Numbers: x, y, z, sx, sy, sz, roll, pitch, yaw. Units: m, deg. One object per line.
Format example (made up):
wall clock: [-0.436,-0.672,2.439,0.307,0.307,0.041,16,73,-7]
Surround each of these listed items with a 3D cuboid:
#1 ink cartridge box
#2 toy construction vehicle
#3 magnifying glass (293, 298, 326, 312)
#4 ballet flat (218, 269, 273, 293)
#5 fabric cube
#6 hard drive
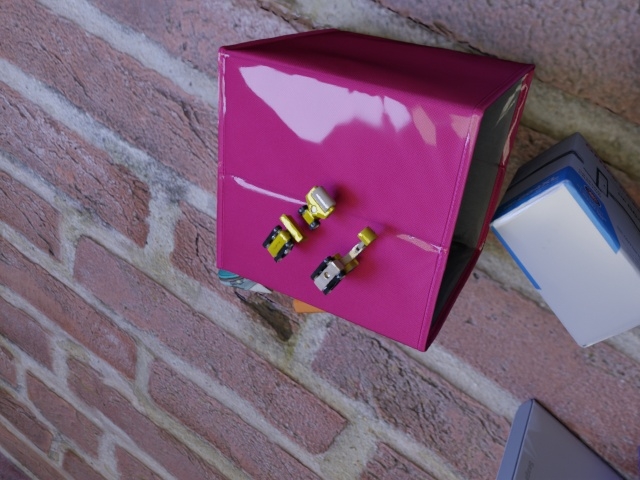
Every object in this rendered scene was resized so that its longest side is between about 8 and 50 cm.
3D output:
ink cartridge box: [0.266,-0.013,0.552,0.086,0.203,0.148,-38,92,36]
toy construction vehicle: [0.000,0.000,0.509,0.086,0.035,0.098,48,127,15]
magnifying glass: [0.058,0.099,0.844,0.230,0.026,0.092,-5,111,33]
ballet flat: [-0.078,0.041,0.872,0.221,0.077,0.079,-29,117,37]
fabric cube: [0.059,-0.079,0.609,0.258,0.254,0.259,19,122,21]
hard drive: [0.365,0.380,0.690,0.307,0.203,0.040,42,129,6]
